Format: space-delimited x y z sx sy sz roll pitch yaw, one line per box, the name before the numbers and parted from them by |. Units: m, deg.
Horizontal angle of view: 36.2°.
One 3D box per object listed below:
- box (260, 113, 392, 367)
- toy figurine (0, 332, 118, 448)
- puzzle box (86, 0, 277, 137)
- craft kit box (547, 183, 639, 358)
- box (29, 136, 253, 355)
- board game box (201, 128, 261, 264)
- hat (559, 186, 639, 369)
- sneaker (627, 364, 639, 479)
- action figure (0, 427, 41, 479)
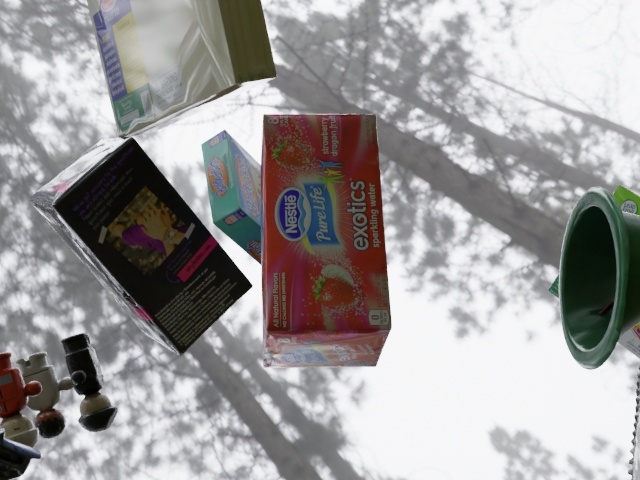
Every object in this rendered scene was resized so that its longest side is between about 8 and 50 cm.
box | 0.000 0.000 1.052 0.128 0.256 0.122 0 -26 -4
toy figurine | -0.431 0.240 1.443 0.213 0.210 0.148 -12 -99 -49
puzzle box | -0.186 -0.281 1.147 0.052 0.409 0.272 -15 -85 -28
craft kit box | 0.585 0.063 1.801 0.061 0.250 0.246 20 -74 -51
box | -0.248 0.004 1.349 0.143 0.165 0.270 -43 -69 -17
board game box | -0.082 -0.036 1.384 0.047 0.160 0.210 -29 -45 16
hat | 0.355 0.030 0.987 0.184 0.173 0.208 4 -96 -6
sneaker | 0.207 0.112 0.507 0.075 0.161 0.057 -19 -60 32
action figure | -0.445 0.216 0.955 0.341 0.178 0.330 18 -106 -19
